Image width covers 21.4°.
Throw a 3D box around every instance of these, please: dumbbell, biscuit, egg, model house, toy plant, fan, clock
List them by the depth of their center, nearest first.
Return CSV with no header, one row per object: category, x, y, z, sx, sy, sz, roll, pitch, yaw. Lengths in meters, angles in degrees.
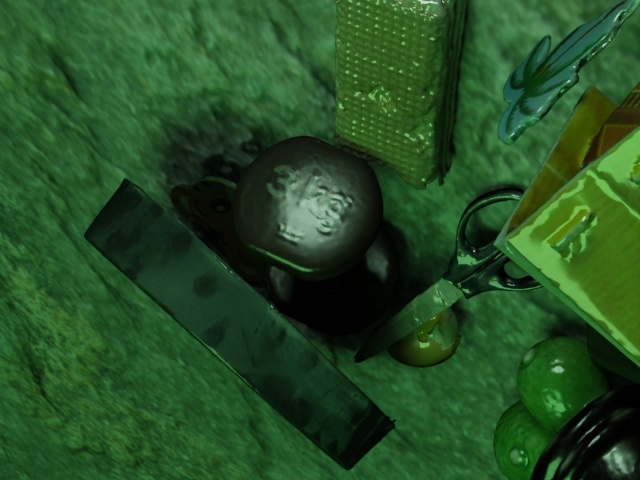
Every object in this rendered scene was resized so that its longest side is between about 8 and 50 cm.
model house,0.287,-0.054,1.191,0.300,0.324,0.340,42,176,-10
biscuit,0.068,-0.146,1.486,0.108,0.062,0.239,23,146,17
dumbbell,0.000,0.000,1.617,0.140,0.124,0.225,26,166,14
toy plant,0.266,0.210,1.682,0.235,0.175,0.218,47,150,37
egg,0.104,0.096,1.748,0.083,0.071,0.071,-22,119,30
clock,-0.086,0.090,1.749,0.386,0.076,0.386,42,176,4
fan,-0.063,-0.022,1.807,0.152,0.008,0.226,48,146,-18

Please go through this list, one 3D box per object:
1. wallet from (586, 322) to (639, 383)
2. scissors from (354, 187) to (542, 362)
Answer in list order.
wallet,0.316,0.041,1.519,0.168,0.052,0.245,17,138,26
scissors,0.124,0.050,1.654,0.109,0.022,0.300,42,132,-9
